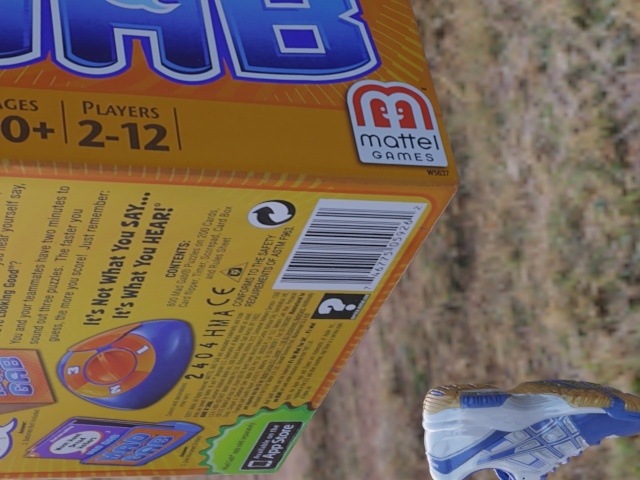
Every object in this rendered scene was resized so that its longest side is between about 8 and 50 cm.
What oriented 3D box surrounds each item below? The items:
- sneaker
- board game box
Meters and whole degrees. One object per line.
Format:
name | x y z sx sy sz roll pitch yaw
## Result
sneaker | 0.265 0.244 1.917 0.112 0.296 0.131 -161 71 -76
board game box | -0.171 -0.080 1.013 0.356 0.356 0.356 119 146 -50
